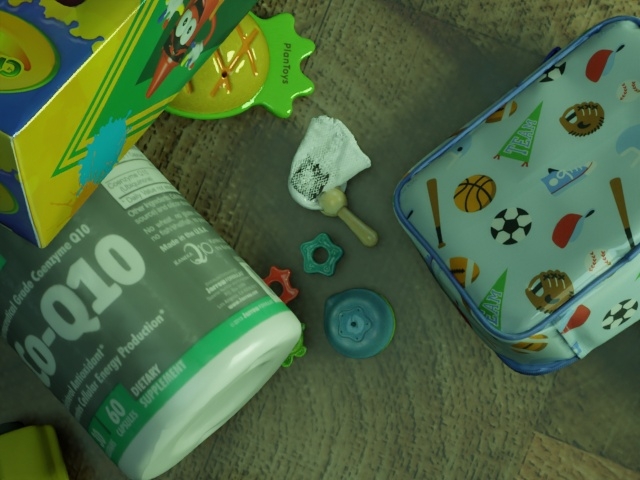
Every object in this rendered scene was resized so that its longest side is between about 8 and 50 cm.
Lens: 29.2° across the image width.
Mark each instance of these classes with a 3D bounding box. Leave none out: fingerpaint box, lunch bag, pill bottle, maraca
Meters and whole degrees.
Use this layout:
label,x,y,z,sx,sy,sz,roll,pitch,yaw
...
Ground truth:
label,x,y,z,sx,sy,sz,roll,pitch,yaw
fingerpaint box,-0.308,-0.262,1.033,0.445,0.163,0.371,29,61,13
lunch bag,0.228,-0.048,1.078,0.303,0.115,0.243,-37,52,3
pill bottle,-0.207,0.019,1.099,0.204,0.204,0.361,-45,79,3
maraca,-0.095,-0.173,1.154,0.186,0.099,0.127,5,80,-16

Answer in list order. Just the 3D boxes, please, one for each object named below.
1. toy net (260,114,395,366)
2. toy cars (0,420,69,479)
label,x,y,z,sx,sy,sz,roll,pitch,yaw
toy net,0.000,0.000,1.168,0.122,0.045,0.232,-6,87,11
toy cars,-0.246,0.270,1.120,0.394,0.087,0.176,18,83,21
